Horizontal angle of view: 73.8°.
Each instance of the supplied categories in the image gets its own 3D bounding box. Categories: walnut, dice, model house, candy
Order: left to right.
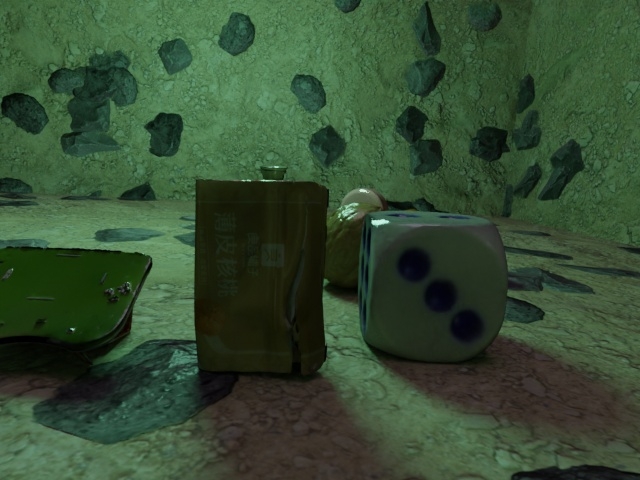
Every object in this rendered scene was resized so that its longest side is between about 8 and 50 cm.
[{"bbox_3d":[-0.450,0.133,0.740,0.294,0.153,0.206,3,43,-1],"label":"model house"},{"bbox_3d":[0.095,0.012,1.202,0.225,0.260,0.225,31,19,-12],"label":"walnut"},{"bbox_3d":[0.209,-0.139,2.121,0.256,0.255,0.094,10,12,30],"label":"candy"},{"bbox_3d":[0.210,0.077,0.866,0.252,0.258,0.243,2,8,-3],"label":"dice"}]

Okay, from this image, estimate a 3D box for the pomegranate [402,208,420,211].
[{"bbox_3d":[0.366,-0.032,1.735,0.192,0.191,0.191,4,10,-1],"label":"pomegranate"}]

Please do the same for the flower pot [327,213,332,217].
[{"bbox_3d":[0.000,0.000,1.464,0.173,0.190,0.191,-4,5,28],"label":"flower pot"}]

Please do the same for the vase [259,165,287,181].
[{"bbox_3d":[-0.202,-0.151,1.790,0.174,0.320,0.173,4,10,-1],"label":"vase"}]

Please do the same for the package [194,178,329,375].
[{"bbox_3d":[-0.077,0.056,0.700,0.221,0.310,0.165,-4,10,-44],"label":"package"}]
